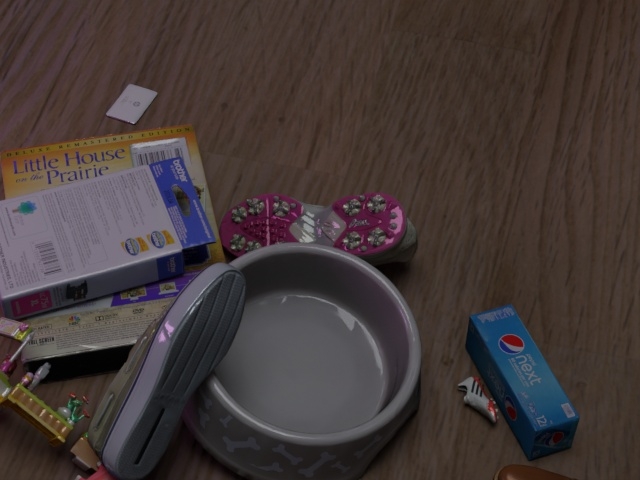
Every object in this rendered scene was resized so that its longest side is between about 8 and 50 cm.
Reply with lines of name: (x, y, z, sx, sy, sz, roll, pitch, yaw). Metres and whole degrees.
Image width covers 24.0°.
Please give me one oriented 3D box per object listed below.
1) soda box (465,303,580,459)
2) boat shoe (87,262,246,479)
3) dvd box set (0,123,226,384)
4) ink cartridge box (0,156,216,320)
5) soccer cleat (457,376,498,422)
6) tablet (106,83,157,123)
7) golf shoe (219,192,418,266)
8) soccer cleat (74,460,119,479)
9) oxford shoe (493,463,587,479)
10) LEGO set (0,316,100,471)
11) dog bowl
soda box: (0.272, 0.190, 2.049, 0.067, 0.071, 0.210, -14, 49, -15)
boat shoe: (-0.202, 0.153, 1.887, 0.094, 0.109, 0.302, 29, 88, 39)
dvd box set: (-0.301, 0.009, 2.209, 0.308, 0.062, 0.420, -9, 49, -10)
ink cartridge box: (-0.319, -0.006, 2.139, 0.311, 0.065, 0.186, -17, 50, -12)
soccer cleat: (0.215, 0.220, 2.052, 0.036, 0.029, 0.083, -20, 47, -8)
tablet: (-0.308, -0.223, 2.459, 0.054, 0.006, 0.083, 18, 50, 14)
golf shoe: (0.000, 0.000, 2.205, 0.306, 0.140, 0.115, 2, 73, 27)
soccer cleat: (-0.325, 0.373, 1.867, 0.248, 0.083, 0.095, -36, 70, -29)
oxford shoe: (0.324, 0.327, 1.925, 0.212, 0.076, 0.076, 18, 51, 17)
LEGO set: (-0.383, 0.187, 1.988, 0.287, 0.132, 0.107, 24, 61, 21)
dog bowl: (-0.023, 0.154, 2.010, 0.349, 0.102, 0.349, 6, 57, -9)
